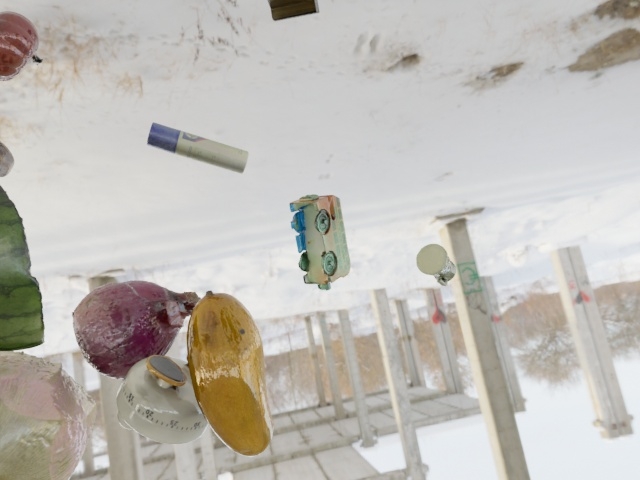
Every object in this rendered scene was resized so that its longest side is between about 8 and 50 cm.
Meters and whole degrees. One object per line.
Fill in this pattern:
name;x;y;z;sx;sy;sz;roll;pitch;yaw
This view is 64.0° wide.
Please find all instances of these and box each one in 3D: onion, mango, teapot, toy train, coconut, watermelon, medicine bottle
onion;-0.492;0.220;1.355;0.348;0.267;0.159;-27;180;6
mango;-0.187;0.280;1.077;0.143;0.360;0.187;-16;174;22
teapot;0.210;0.048;0.904;0.057;0.067;0.083;-18;153;27
toy train;0.000;0.000;0.991;0.072;0.188;0.099;-3;-165;30
coconut;-0.748;0.467;1.176;0.404;0.405;0.404;-11;169;-2
watermelon;-0.641;0.062;0.932;0.189;0.331;0.330;-27;-178;-40
medicine bottle;-0.290;-0.218;1.220;0.230;0.059;0.059;15;161;-18

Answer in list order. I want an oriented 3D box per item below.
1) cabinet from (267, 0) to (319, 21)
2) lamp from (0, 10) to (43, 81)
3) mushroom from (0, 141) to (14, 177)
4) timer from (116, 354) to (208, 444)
cabinet;-0.097;-0.745;1.388;0.148;0.215;0.175;-9;180;4
lamp;-0.782;-0.481;1.288;0.182;0.182;0.140;-18;138;34
mushroom;-1.054;-0.251;1.520;0.253;0.153;0.253;17;-157;-7
timer;-0.373;0.392;1.222;0.233;0.240;0.233;28;-171;-5
